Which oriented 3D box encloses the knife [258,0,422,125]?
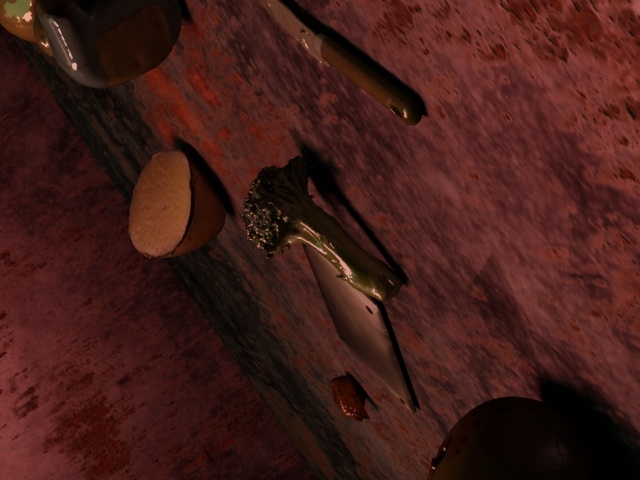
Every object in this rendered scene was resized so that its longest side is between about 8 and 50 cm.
[{"bbox_3d":[-0.002,-0.171,1.108,0.298,0.017,0.047,44,170,40],"label":"knife"}]

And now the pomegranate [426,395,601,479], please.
[{"bbox_3d":[0.188,0.250,1.151,0.210,0.179,0.179,50,167,17],"label":"pomegranate"}]

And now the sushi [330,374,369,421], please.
[{"bbox_3d":[0.047,0.248,2.022,0.050,0.047,0.099,91,160,-52],"label":"sushi"}]

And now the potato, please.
[{"bbox_3d":[-0.214,-0.046,2.041,0.117,0.182,0.202,18,172,-36],"label":"potato"}]

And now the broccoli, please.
[{"bbox_3d":[0.001,-0.001,1.395,0.204,0.118,0.122,38,143,14],"label":"broccoli"}]

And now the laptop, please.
[{"bbox_3d":[0.050,0.109,1.690,0.187,0.015,0.269,45,165,37],"label":"laptop"}]

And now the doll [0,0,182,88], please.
[{"bbox_3d":[-0.291,-0.296,1.518,0.261,0.177,0.161,39,160,40],"label":"doll"}]
